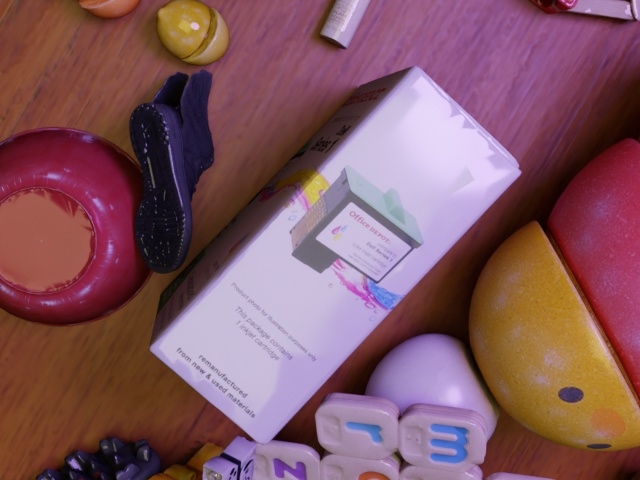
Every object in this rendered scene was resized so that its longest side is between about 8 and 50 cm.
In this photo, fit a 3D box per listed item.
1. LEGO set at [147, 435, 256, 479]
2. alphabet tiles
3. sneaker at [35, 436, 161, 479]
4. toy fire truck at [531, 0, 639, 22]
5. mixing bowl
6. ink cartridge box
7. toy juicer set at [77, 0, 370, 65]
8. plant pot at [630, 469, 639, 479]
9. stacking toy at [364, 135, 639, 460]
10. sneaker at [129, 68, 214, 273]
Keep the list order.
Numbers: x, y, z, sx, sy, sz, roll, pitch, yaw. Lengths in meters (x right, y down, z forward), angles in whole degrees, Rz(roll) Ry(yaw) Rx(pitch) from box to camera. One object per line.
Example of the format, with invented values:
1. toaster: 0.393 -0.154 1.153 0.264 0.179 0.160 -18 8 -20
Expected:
1. LEGO set: -0.102 0.247 0.740 0.087 0.093 0.227 20 123 20
2. alphabet tiles: 0.073 0.255 0.729 0.278 0.021 0.284 4 121 15
3. sneaker: -0.238 0.298 0.724 0.276 0.098 0.135 -43 120 -13
4. toy fire truck: 0.297 -0.256 0.758 0.192 0.047 0.135 19 94 -11
5. mixing bowl: -0.227 -0.004 0.686 0.182 0.098 0.181 -1 98 -8
6. ink cartridge box: 0.000 0.000 0.666 0.117 0.201 0.278 44 89 -11
7. toy juicer set: -0.063 -0.251 0.684 0.329 0.089 0.209 5 96 -10
8. plant pot: 0.409 0.324 0.758 0.239 0.254 0.253 16 94 5
9. stacking toy: 0.256 0.072 0.705 0.480 0.350 0.350 -30 101 14
10. sneaker: -0.120 -0.062 0.701 0.051 0.089 0.170 -2 98 21
